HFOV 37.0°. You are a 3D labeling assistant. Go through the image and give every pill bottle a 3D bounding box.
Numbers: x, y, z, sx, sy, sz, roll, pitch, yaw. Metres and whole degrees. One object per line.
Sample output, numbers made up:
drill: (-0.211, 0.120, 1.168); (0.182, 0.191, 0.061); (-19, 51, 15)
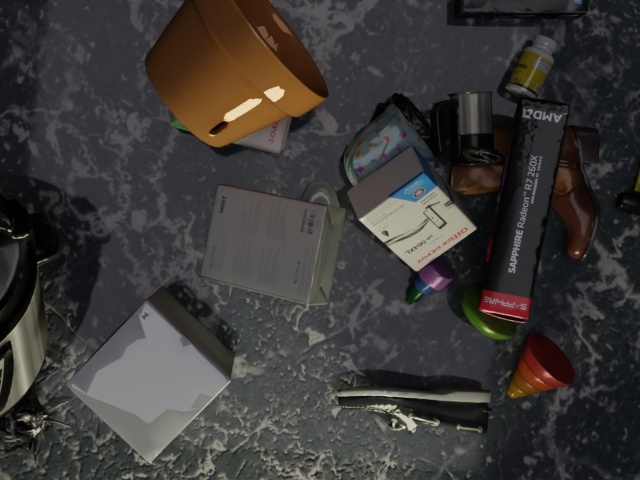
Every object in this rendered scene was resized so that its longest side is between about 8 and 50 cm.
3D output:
pill bottle: (0.405, -0.329, 1.819); (0.065, 0.065, 0.116); (27, 90, -5)

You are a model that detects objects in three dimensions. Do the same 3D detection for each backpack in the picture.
backpack: (0.125, -0.169, 1.785); (0.182, 0.115, 0.152); (-39, 97, 2)

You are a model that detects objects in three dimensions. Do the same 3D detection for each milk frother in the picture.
milk frother: (0.283, -0.203, 1.723); (0.129, 0.143, 0.135); (-6, 94, -41)

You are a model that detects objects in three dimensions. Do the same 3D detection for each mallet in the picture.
mallet: (0.637, -0.139, 1.861); (0.062, 0.039, 0.190); (23, 87, -5)

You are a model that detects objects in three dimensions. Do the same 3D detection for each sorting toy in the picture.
sorting toy: (0.311, 0.185, 1.838); (0.365, 0.127, 0.126); (39, 120, -2)

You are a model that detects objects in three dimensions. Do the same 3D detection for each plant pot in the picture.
plant pot: (-0.153, -0.293, 1.602); (0.203, 0.291, 0.291); (-37, 95, 16)

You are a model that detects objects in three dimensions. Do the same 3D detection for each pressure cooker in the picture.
pressure cooker: (-0.643, 0.092, 1.547); (0.375, 0.420, 0.370); (21, 55, 3)

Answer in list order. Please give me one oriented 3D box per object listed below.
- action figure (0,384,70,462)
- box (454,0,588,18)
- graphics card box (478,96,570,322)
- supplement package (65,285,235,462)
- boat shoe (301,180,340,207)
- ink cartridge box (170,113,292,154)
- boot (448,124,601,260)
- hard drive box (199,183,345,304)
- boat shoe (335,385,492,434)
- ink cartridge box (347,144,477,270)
action figure: (-0.610, 0.341, 1.753); (0.275, 0.141, 0.164); (-10, 82, -2)
box: (0.377, -0.576, 1.798); (0.242, 0.076, 0.308); (0, 93, -3)
graphics card box: (0.355, -0.057, 1.682); (0.094, 0.233, 0.371); (12, 96, 10)
supplement package: (-0.292, 0.228, 1.703); (0.199, 0.262, 0.198); (44, 89, -4)
boat shoe: (-0.001, 0.000, 1.801); (0.079, 0.081, 0.228); (3, 93, -4)
ink cartridge box: (-0.154, -0.257, 1.773); (0.212, 0.093, 0.154); (14, 92, -2)
boot: (0.385, -0.095, 1.816); (0.280, 0.096, 0.264); (1, 95, -2)
hard drive box: (-0.088, 0.006, 1.742); (0.232, 0.089, 0.181); (13, 93, 25)
boat shoe: (0.178, 0.324, 1.814); (0.302, 0.114, 0.091); (3, 87, -3)
ink cartridge box: (0.170, -0.055, 1.742); (0.148, 0.086, 0.203); (-37, 133, 16)
